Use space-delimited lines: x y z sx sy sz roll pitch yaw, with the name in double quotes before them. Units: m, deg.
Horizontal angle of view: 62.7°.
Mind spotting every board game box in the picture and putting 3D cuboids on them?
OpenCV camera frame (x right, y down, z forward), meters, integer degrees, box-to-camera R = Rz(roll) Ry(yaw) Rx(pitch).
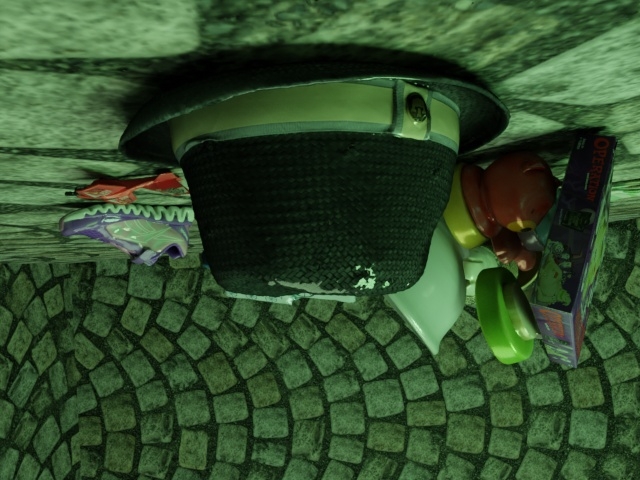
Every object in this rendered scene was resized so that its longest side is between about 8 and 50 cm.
"board game box" 0.338 0.038 0.693 0.056 0.208 0.347 18 168 31

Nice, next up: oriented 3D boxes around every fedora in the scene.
"fedora" 0.005 -0.029 0.453 0.334 0.153 0.334 -4 177 0

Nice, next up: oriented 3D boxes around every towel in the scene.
"towel" 0.734 -0.110 1.123 0.247 0.038 0.324 -3 177 -44

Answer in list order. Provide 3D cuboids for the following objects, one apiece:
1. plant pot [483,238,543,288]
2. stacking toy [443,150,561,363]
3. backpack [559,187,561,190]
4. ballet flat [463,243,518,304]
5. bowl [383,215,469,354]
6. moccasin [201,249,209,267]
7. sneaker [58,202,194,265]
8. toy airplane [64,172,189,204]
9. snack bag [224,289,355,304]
"plant pot" 0.508 0.001 1.506 0.237 0.237 0.254 -5 -167 21
"stacking toy" 0.308 0.015 0.742 0.130 0.280 0.309 -20 167 35
"backpack" 0.418 -0.051 1.060 0.158 0.117 0.173 -1 178 -41
"ballet flat" 0.270 0.068 1.273 0.482 0.164 0.182 6 172 -2
"bowl" 0.120 0.009 0.769 0.134 0.298 0.298 -38 176 1
"moccasin" -0.135 0.000 1.323 0.342 0.117 0.138 -8 -172 6
"sneaker" -0.319 -0.008 0.900 0.095 0.105 0.236 -5 176 44
"toy airplane" -0.232 -0.064 0.636 0.151 0.028 0.151 -5 179 0
"snack bag" -0.071 0.060 1.208 0.342 0.037 0.323 6 144 2
